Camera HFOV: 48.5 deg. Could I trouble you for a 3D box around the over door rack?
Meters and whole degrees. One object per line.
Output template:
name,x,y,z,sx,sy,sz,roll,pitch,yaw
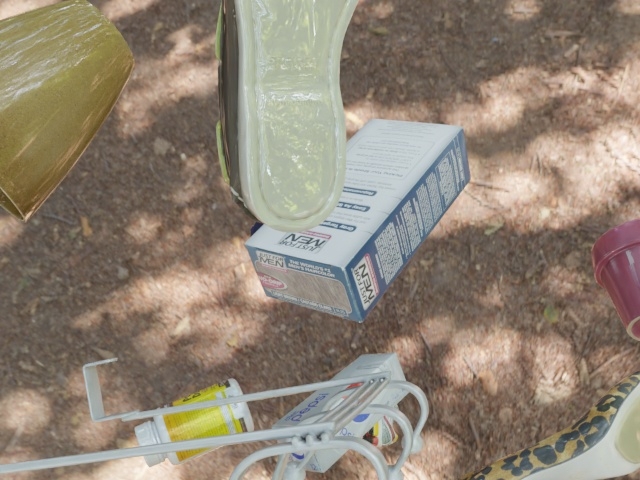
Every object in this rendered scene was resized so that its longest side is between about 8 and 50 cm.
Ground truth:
over door rack,-0.093,0.157,0.530,0.324,0.239,0.108,0,87,14

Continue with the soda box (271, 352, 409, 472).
soda box,0.046,0.318,1.349,0.098,0.091,0.286,-11,13,45

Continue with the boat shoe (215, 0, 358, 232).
boat shoe,-0.030,-0.174,0.571,0.116,0.325,0.096,-2,12,-27

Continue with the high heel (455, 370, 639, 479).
high heel,0.274,0.237,0.843,0.186,0.093,0.261,-1,37,51

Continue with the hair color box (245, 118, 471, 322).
hair color box,0.068,-0.046,1.052,0.173,0.105,0.347,12,44,36

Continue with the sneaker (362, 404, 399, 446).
sneaker,0.155,0.429,1.869,0.092,0.088,0.225,9,65,-22

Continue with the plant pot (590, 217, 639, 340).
plant pot,0.626,0.084,1.333,0.201,0.201,0.180,-3,53,9

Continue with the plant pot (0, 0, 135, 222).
plant pot,-0.375,-0.193,0.931,0.237,0.237,0.254,34,68,26

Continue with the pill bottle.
pill bottle,-0.247,0.362,1.394,0.214,0.117,0.117,-21,58,-14

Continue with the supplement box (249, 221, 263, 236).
supplement box,0.000,0.000,2.112,0.356,0.194,0.195,10,42,-28
